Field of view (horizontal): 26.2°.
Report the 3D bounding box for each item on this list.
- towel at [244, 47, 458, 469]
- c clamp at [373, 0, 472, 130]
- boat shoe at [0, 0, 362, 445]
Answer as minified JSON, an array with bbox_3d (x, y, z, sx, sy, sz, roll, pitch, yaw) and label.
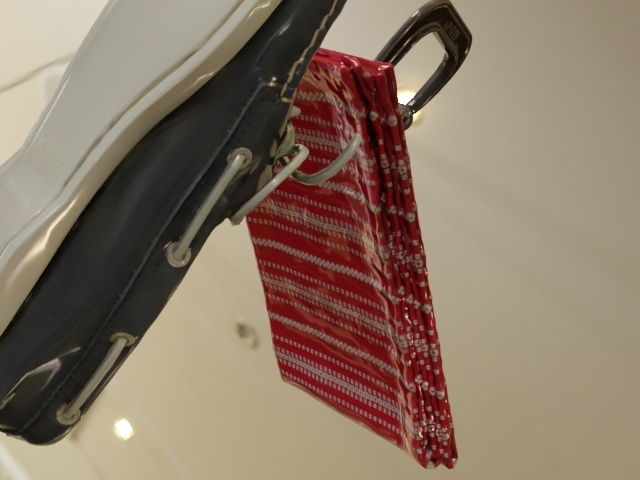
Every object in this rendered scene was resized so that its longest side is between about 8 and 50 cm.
[{"bbox_3d":[0.000,0.000,0.874,0.199,0.031,0.275,23,-49,53],"label":"towel"},{"bbox_3d":[0.057,-0.119,1.020,0.022,0.160,0.137,41,-80,20],"label":"c clamp"},{"bbox_3d":[-0.053,-0.032,0.500,0.079,0.254,0.095,35,2,-34],"label":"boat shoe"}]
